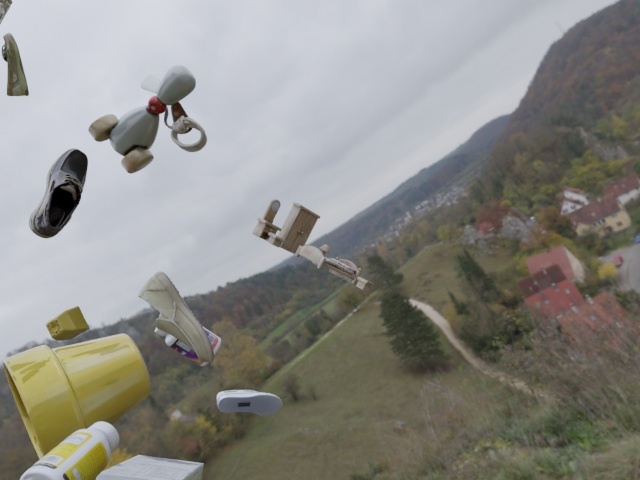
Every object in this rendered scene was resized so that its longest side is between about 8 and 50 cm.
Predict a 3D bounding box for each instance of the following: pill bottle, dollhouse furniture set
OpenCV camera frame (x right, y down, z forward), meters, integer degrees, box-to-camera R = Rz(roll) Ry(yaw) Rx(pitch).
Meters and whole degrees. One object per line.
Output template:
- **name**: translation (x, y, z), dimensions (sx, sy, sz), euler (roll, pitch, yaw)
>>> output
- **pill bottle**: translation (-0.313, 0.284, 0.585), dimensions (0.065, 0.065, 0.116), euler (-31, 3, 15)
- **dollhouse furniture set**: translation (0.000, 0.000, 1.564), dimensions (0.356, 0.303, 0.173), euler (25, 88, 46)
- **pill bottle**: translation (-0.428, 0.312, 1.477), dimensions (0.108, 0.194, 0.108), euler (-46, 17, 18)

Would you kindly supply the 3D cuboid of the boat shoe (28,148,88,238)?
- **boat shoe**: translation (-0.912, -0.173, 1.652), dimensions (0.130, 0.354, 0.132), euler (-5, -24, 34)

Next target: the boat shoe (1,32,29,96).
- **boat shoe**: translation (-0.745, -0.423, 1.102), dimensions (0.048, 0.152, 0.056), euler (-14, 6, -28)

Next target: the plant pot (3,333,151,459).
- **plant pot**: translation (-0.525, 0.331, 1.019), dimensions (0.239, 0.253, 0.254), euler (-20, -8, -40)

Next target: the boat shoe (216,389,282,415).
- **boat shoe**: translation (-0.278, 0.622, 1.797), dimensions (0.258, 0.095, 0.084), euler (15, 6, -22)

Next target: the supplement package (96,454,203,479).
- **supplement package**: translation (-0.441, 0.686, 1.172), dimensions (0.198, 0.199, 0.262), euler (6, -16, 1)

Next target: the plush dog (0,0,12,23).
- **plush dog**: translation (-0.804, -0.486, 0.941), dimensions (0.226, 0.262, 0.210), euler (29, -72, -39)

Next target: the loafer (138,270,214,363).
- **loafer**: translation (-0.365, 0.207, 1.163), dimensions (0.092, 0.268, 0.102), euler (-34, -6, -18)

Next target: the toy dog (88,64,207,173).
- **toy dog**: translation (-0.434, -0.319, 1.209), dimensions (0.334, 0.220, 0.161), euler (-14, 18, 17)

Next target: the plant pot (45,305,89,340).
- **plant pot**: translation (-0.774, 0.257, 1.387), dimensions (0.081, 0.081, 0.083), euler (-30, -4, 12)
